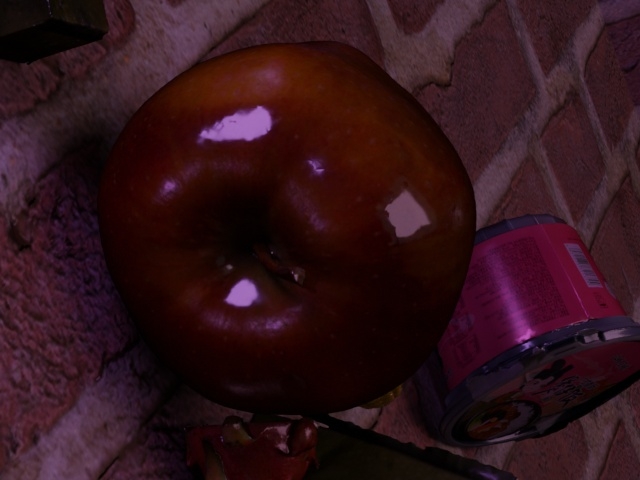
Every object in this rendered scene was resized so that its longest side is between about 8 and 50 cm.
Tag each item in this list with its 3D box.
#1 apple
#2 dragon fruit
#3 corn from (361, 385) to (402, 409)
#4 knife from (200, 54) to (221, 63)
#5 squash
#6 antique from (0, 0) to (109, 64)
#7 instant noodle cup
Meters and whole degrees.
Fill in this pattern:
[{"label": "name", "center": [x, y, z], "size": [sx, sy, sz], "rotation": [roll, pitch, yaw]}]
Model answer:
[{"label": "apple", "center": [-0.024, -0.015, 1.386], "size": [0.317, 0.288, 0.288], "rotation": [-59, 129, -69]}, {"label": "dragon fruit", "center": [-0.050, 0.172, 1.403], "size": [0.112, 0.126, 0.068], "rotation": [0, 82, -22]}, {"label": "corn", "center": [0.007, 0.078, 1.636], "size": [0.238, 0.080, 0.080], "rotation": [48, 34, -46]}, {"label": "knife", "center": [-0.081, -0.086, 1.615], "size": [0.044, 0.023, 0.162], "rotation": [-7, 82, -63]}, {"label": "squash", "center": [0.124, 0.231, 1.505], "size": [0.233, 0.309, 0.210], "rotation": [43, 38, -50]}, {"label": "antique", "center": [-0.227, -0.247, 1.317], "size": [0.080, 0.081, 0.221], "rotation": [10, 67, -66]}, {"label": "instant noodle cup", "center": [0.218, 0.086, 1.931], "size": [0.302, 0.258, 0.182], "rotation": [104, -33, -63]}]
